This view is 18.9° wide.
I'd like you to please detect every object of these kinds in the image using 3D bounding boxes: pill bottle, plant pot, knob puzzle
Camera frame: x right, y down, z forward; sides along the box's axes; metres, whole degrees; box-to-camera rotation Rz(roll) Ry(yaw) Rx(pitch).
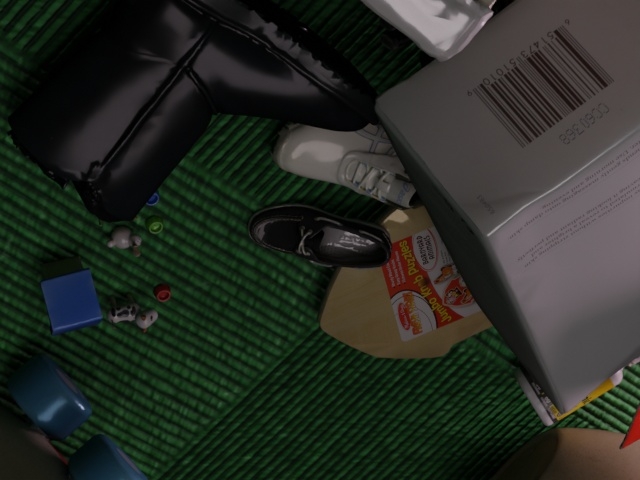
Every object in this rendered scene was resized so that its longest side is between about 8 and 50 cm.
[{"bbox_3d":[0.250,0.123,1.852,0.116,0.065,0.065,-32,132,3],"label":"pill bottle"},{"bbox_3d":[0.259,0.294,1.888,0.191,0.284,0.284,44,105,-8],"label":"plant pot"},{"bbox_3d":[0.085,0.032,1.734,0.213,0.030,0.213,-12,131,-14],"label":"knob puzzle"}]

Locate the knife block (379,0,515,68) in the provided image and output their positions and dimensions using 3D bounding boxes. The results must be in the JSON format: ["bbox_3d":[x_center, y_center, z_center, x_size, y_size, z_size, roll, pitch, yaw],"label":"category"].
[{"bbox_3d":[0.191,-0.206,1.550,0.275,0.088,0.242,23,116,-35],"label":"knife block"}]

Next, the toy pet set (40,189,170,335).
[{"bbox_3d":[-0.176,0.033,1.603,0.114,0.065,0.122,-15,130,-11],"label":"toy pet set"}]

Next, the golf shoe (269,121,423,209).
[{"bbox_3d":[0.048,-0.064,1.606,0.176,0.086,0.069,2,128,-22],"label":"golf shoe"}]

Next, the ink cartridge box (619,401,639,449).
[{"bbox_3d":[0.409,0.085,1.730,0.275,0.060,0.239,-25,147,-24],"label":"ink cartridge box"}]

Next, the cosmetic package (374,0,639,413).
[{"bbox_3d":[0.207,-0.034,1.546,0.217,0.156,0.385,-36,152,-4],"label":"cosmetic package"}]

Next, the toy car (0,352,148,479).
[{"bbox_3d":[-0.238,0.261,1.685,0.219,0.210,0.238,-42,144,-2],"label":"toy car"}]

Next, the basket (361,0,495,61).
[{"bbox_3d":[0.023,-0.331,1.164,0.328,0.331,0.266,37,106,-14],"label":"basket"}]

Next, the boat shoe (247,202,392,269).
[{"bbox_3d":[0.000,0.000,1.646,0.125,0.038,0.046,12,110,-7],"label":"boat shoe"}]

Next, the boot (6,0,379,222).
[{"bbox_3d":[-0.097,-0.098,1.508,0.246,0.094,0.207,30,107,-30],"label":"boot"}]
